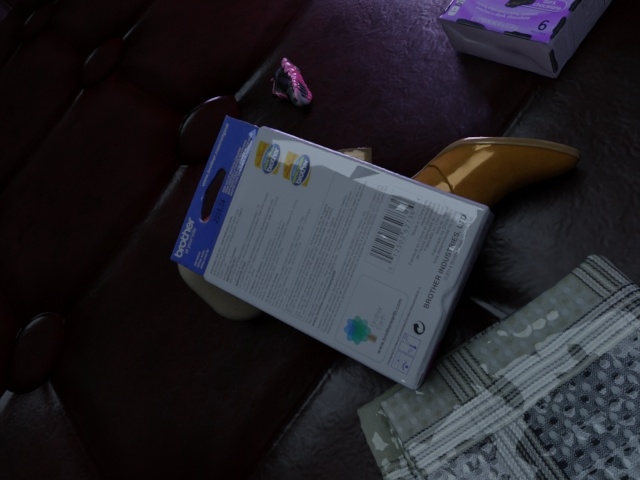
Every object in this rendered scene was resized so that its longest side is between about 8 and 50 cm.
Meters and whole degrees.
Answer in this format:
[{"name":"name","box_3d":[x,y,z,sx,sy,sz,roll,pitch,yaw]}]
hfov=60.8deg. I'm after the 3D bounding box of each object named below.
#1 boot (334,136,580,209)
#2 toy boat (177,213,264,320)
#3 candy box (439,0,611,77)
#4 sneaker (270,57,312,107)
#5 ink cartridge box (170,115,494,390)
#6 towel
[{"name":"boot","box_3d":[0.141,-0.001,0.622,0.295,0.104,0.211,-2,83,12]},{"name":"toy boat","box_3d":[-0.075,-0.010,0.740,0.231,0.151,0.151,-36,23,11]},{"name":"candy box","box_3d":[0.282,-0.326,0.707,0.165,0.070,0.196,34,87,39]},{"name":"sneaker","box_3d":[-0.053,-0.247,0.895,0.057,0.047,0.119,-37,44,18]},{"name":"ink cartridge box","box_3d":[0.000,0.000,0.580,0.311,0.065,0.186,23,96,20]},{"name":"towel","box_3d":[0.213,0.205,0.483,0.324,0.056,0.312,-37,52,11]}]
